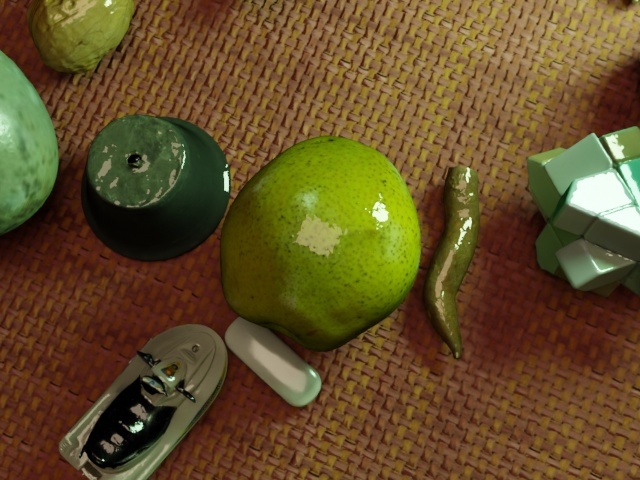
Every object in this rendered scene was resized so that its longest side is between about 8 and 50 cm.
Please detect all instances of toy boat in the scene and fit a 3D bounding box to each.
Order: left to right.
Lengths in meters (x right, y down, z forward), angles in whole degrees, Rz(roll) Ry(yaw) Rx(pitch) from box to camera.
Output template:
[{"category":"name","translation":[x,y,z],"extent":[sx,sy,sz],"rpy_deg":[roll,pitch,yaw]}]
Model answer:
[{"category":"toy boat","translation":[-0.247,0.234,1.288],"extent":[0.141,0.141,0.269],"rpy_deg":[40,96,9]}]

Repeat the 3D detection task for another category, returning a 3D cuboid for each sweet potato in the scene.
[{"category":"sweet potato","translation":[0.193,0.032,1.354],"extent":[0.067,0.059,0.281],"rpy_deg":[16,79,-17]}]

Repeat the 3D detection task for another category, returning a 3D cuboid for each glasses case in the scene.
[{"category":"glasses case","translation":[-0.070,0.176,1.338],"extent":[0.164,0.041,0.063],"rpy_deg":[40,83,9]}]

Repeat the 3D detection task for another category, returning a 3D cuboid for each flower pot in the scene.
[{"category":"flower pot","translation":[-0.259,-0.097,1.350],"extent":[0.235,0.148,0.235],"rpy_deg":[-1,77,3]}]

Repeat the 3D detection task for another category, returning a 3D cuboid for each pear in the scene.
[{"category":"pear","translation":[0.000,0.000,1.258],"extent":[0.294,0.294,0.294],"rpy_deg":[0,78,1]}]

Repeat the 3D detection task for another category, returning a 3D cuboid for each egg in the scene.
[{"category":"egg","translation":[-0.580,-0.154,1.274],"extent":[0.428,0.345,0.345],"rpy_deg":[27,79,-9]}]

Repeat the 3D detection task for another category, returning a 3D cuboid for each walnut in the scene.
[{"category":"walnut","translation":[-0.371,-0.348,1.416],"extent":[0.180,0.144,0.144],"rpy_deg":[-37,79,2]}]

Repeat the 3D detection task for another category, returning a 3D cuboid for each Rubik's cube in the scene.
[{"category":"Rubik's cube","translation":[0.407,-0.023,1.283],"extent":[0.213,0.224,0.265],"rpy_deg":[-17,73,-16]}]
